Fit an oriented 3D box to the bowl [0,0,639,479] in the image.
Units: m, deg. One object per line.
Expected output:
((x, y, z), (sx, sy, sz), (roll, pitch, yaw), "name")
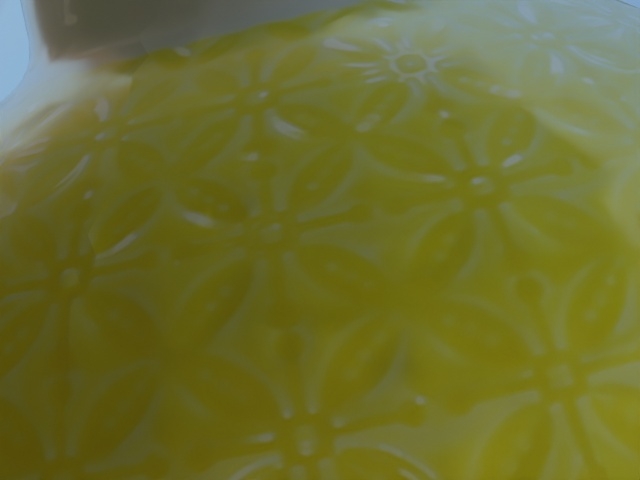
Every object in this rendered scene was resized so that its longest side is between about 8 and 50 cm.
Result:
((0.000, 0.000, 0.480), (0.289, 0.289, 0.156), (-10, -86, 36), "bowl")
